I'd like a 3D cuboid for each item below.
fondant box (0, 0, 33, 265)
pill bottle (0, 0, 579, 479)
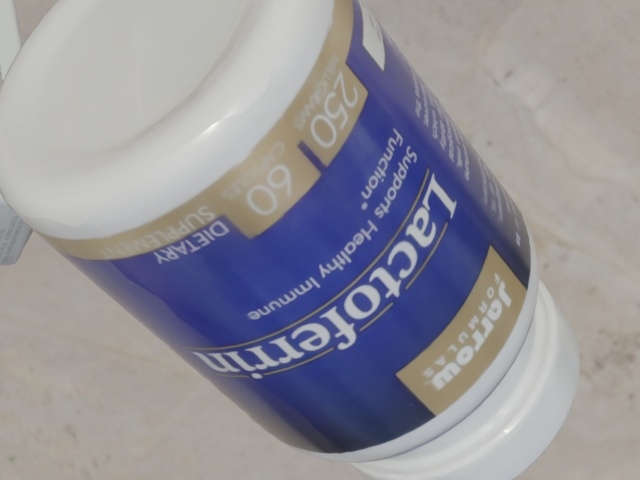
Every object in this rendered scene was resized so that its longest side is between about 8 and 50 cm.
[{"bbox_3d":[-0.336,-0.102,0.787,0.330,0.238,0.096,-3,156,-26],"label":"fondant box"},{"bbox_3d":[0.000,0.000,0.606,0.153,0.153,0.265,-41,130,4],"label":"pill bottle"}]
